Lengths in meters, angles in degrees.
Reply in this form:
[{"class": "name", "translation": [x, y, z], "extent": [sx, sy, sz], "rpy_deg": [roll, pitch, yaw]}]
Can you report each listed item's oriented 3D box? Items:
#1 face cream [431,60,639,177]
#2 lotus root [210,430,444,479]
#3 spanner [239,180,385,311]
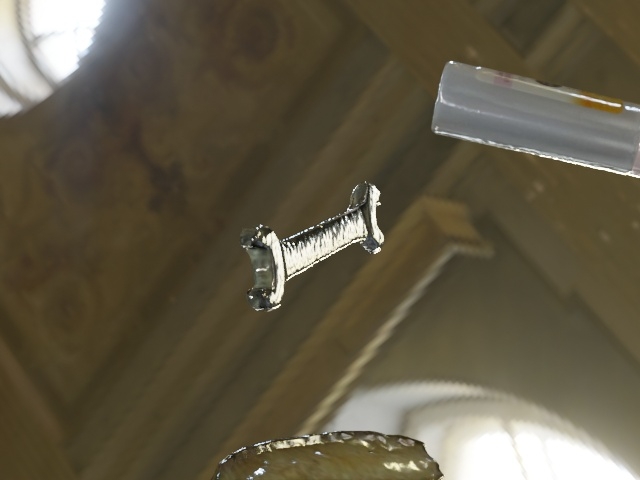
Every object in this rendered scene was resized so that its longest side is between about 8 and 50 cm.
[{"class": "face cream", "translation": [0.185, -0.087, 1.291], "extent": [0.084, 0.198, 0.057], "rpy_deg": [-62, -16, -78]}, {"class": "lotus root", "translation": [0.008, 0.239, 1.099], "extent": [0.314, 0.210, 0.142], "rpy_deg": [-2, -52, -57]}, {"class": "spanner", "translation": [0.000, 0.000, 1.121], "extent": [0.015, 0.054, 0.254], "rpy_deg": [-11, 5, 21]}]
